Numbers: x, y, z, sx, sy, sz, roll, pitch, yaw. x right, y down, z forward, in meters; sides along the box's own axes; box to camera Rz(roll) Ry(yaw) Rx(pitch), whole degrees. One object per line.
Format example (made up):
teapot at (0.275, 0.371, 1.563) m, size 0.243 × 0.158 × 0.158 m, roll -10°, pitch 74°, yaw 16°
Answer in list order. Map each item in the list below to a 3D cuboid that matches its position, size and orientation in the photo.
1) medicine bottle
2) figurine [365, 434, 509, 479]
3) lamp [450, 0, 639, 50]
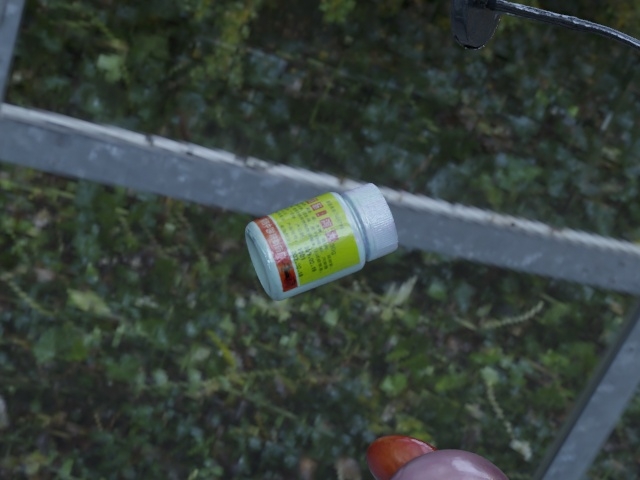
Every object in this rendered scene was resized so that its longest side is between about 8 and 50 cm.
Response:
medicine bottle at (0.000, 0.000, 1.994) m, size 0.225 × 0.139 × 0.139 m, roll -21°, pitch 44°, yaw -12°
figurine at (0.191, 0.401, 1.772) m, size 0.269 × 0.211 × 0.261 m, roll 43°, pitch 29°, yaw -5°
lamp at (0.334, -0.232, 1.399) m, size 0.371 × 0.130 × 0.108 m, roll 14°, pitch 12°, yaw 8°
